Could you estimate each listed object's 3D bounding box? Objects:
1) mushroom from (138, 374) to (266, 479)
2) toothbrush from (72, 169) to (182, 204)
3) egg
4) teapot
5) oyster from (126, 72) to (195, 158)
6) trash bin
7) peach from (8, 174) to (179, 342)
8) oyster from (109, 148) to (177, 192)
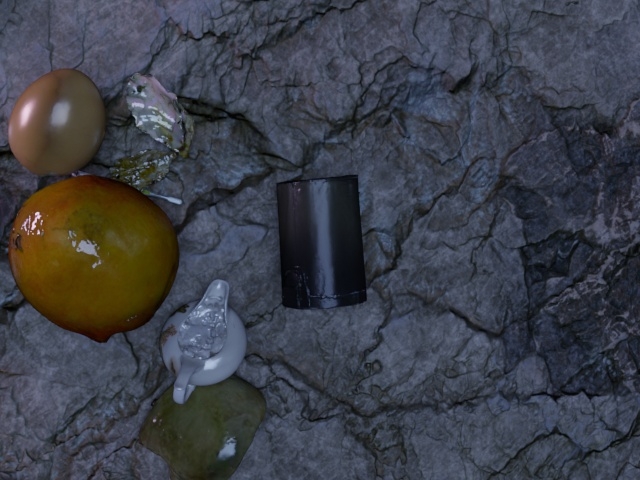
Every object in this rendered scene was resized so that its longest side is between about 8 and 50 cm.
[{"bbox_3d":[-0.288,0.447,1.869,0.217,0.212,0.292,36,93,-17],"label":"mushroom"},{"bbox_3d":[-0.453,-0.125,1.882,0.263,0.026,0.022,16,85,-11],"label":"toothbrush"},{"bbox_3d":[-0.572,-0.262,1.756,0.201,0.201,0.244,24,118,-11],"label":"egg"},{"bbox_3d":[-0.274,0.242,1.853,0.205,0.139,0.298,13,62,-1],"label":"teapot"},{"bbox_3d":[-0.366,-0.302,1.868,0.209,0.072,0.132,38,116,3],"label":"oyster"},{"bbox_3d":[0.000,0.000,1.881,0.252,0.203,0.301,-7,95,-50],"label":"trash bin"},{"bbox_3d":[-0.486,0.038,1.749,0.373,0.290,0.372,16,64,-36],"label":"peach"},{"bbox_3d":[-0.419,-0.160,1.873,0.146,0.045,0.121,12,88,-9],"label":"oyster"}]
